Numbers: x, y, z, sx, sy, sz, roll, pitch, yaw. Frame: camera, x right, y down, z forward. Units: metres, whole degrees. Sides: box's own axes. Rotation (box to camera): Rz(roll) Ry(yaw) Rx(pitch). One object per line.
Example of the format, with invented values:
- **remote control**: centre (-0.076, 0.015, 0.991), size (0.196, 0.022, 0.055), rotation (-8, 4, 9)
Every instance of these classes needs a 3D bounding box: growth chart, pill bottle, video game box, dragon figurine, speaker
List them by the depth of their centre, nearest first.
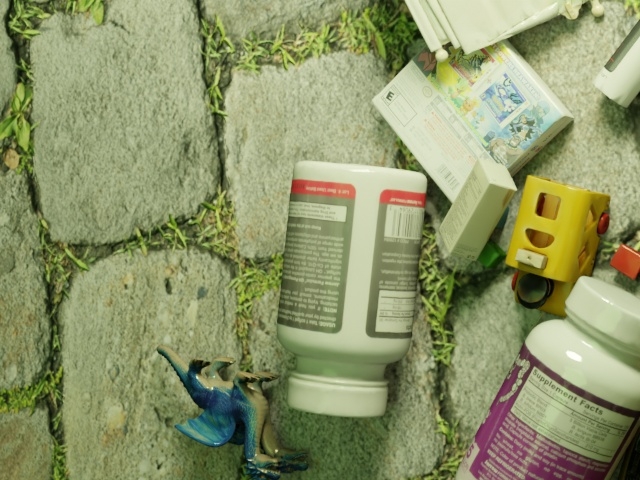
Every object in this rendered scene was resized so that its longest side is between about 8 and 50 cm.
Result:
- **pill bottle**: centre (0.295, 0.202, 1.885), size (0.169, 0.169, 0.302), rotation (33, 104, 27)
- **speaker**: centre (0.390, -0.228, 1.911), size (0.055, 0.055, 0.136), rotation (44, 110, 24)
- **growth chart**: centre (0.215, -0.323, 1.956), size (0.237, 0.021, 0.172), rotation (-18, 104, 9)
- **video game box**: centre (0.192, -0.169, 2.027), size (0.187, 0.048, 0.205), rotation (-45, 68, 23)
- **pill bottle**: centre (0.036, 0.062, 2.035), size (0.176, 0.176, 0.319), rotation (7, 91, 30)
- **dragon figurine**: centre (-0.142, 0.239, 2.185), size (0.289, 0.085, 0.144), rotation (16, 96, 28)

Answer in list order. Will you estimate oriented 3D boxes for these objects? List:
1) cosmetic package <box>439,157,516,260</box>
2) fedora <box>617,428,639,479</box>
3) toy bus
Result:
- **cosmetic package**: centre (0.196, -0.038, 1.969), size (0.115, 0.041, 0.060), rotation (-62, 25, 30)
- **fedora**: centre (0.409, 0.262, 1.834), size (0.079, 0.194, 0.194), rotation (22, 101, -2)
- **toy bus**: centre (0.278, 0.018, 1.938), size (0.191, 0.104, 0.202), rotation (-34, 72, 25)
